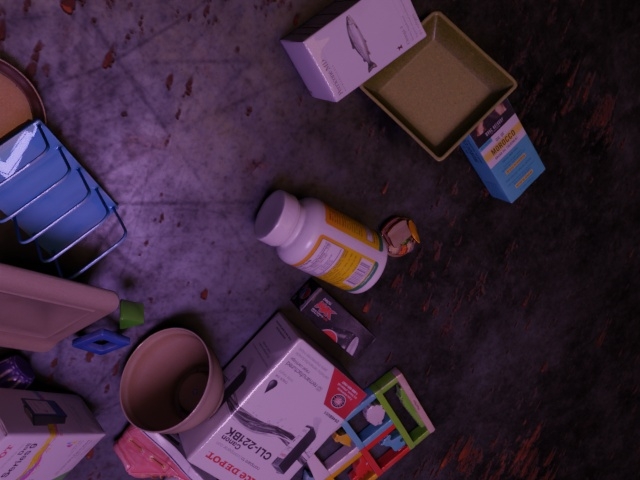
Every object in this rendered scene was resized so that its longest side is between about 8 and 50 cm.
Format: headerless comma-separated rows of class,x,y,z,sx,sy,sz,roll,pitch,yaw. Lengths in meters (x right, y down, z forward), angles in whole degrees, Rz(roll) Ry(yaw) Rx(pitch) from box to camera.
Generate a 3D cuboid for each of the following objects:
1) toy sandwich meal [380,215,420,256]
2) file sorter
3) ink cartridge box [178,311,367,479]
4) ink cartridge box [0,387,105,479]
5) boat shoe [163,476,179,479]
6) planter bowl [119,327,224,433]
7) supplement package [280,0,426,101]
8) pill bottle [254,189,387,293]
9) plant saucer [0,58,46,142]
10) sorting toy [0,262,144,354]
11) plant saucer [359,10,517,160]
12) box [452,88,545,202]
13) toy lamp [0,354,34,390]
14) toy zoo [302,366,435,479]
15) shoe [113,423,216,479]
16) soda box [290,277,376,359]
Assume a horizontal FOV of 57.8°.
toy sandwich meal,0.149,-0.006,1.073,0.085,0.029,0.086,-8,110,-22
file sorter,-0.356,-0.048,0.766,0.118,0.104,0.170,-38,132,-9
ink cartridge box,-0.087,0.297,1.021,0.273,0.114,0.197,-47,120,-2
ink cartridge box,-0.437,0.295,0.814,0.154,0.093,0.212,-46,156,-4
boat shoe,-0.181,0.465,0.998,0.078,0.219,0.070,91,19,-52
planter bowl,-0.220,0.233,0.928,0.162,0.162,0.109,-45,145,-4
supplement package,0.049,-0.307,0.881,0.179,0.105,0.105,-39,119,-8
pill bottle,0.000,0.000,0.957,0.208,0.117,0.118,26,95,-29
plant saucer,-0.447,-0.159,0.751,0.168,0.029,0.169,-8,110,-23
sorting toy,-0.403,0.087,0.785,0.196,0.047,0.347,-31,145,30
plant saucer,0.191,-0.251,0.960,0.188,0.045,0.188,-44,83,-5
box,0.316,-0.191,1.068,0.100,0.060,0.244,-45,120,-5
toy lamp,-0.541,0.265,0.828,0.274,0.080,0.080,-36,118,-6
toy zoo,0.083,0.415,1.187,0.293,0.030,0.192,-36,118,-9
shoe,-0.262,0.374,0.975,0.178,0.063,0.081,43,91,-2
soda box,0.025,0.144,1.055,0.060,0.053,0.169,-48,119,-3
